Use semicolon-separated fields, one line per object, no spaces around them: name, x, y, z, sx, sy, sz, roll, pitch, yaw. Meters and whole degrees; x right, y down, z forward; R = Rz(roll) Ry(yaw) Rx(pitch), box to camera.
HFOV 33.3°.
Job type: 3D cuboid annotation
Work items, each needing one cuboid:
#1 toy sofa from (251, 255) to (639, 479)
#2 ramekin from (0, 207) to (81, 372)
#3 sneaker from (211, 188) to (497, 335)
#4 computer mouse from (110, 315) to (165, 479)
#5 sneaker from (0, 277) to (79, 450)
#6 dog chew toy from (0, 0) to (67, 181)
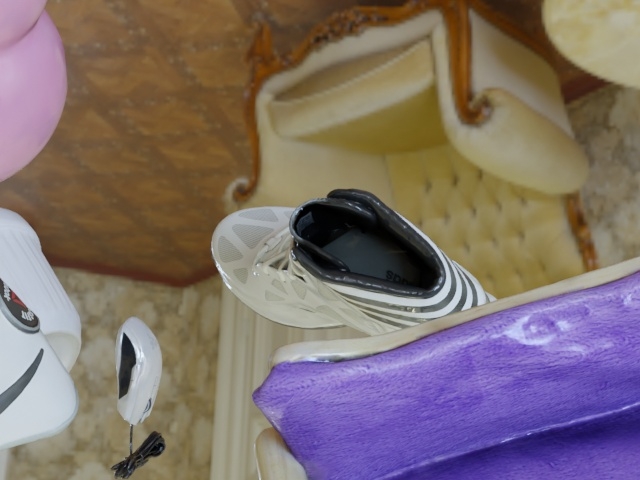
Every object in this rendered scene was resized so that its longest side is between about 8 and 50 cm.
toy sofa;0.150;0.128;0.609;0.363;0.150;0.177;-16;127;-2
ramekin;-0.337;0.106;0.954;0.273;0.127;0.273;-39;165;-13
sneaker;0.001;-0.001;1.270;0.447;0.169;0.257;19;158;38
computer mouse;-0.220;0.190;1.321;0.042;0.193;0.106;1;-176;20
sneaker;-0.245;0.139;0.456;0.330;0.122;0.146;-40;120;6
dog chew toy;-0.295;-0.195;0.817;0.207;0.206;0.331;5;133;-11
